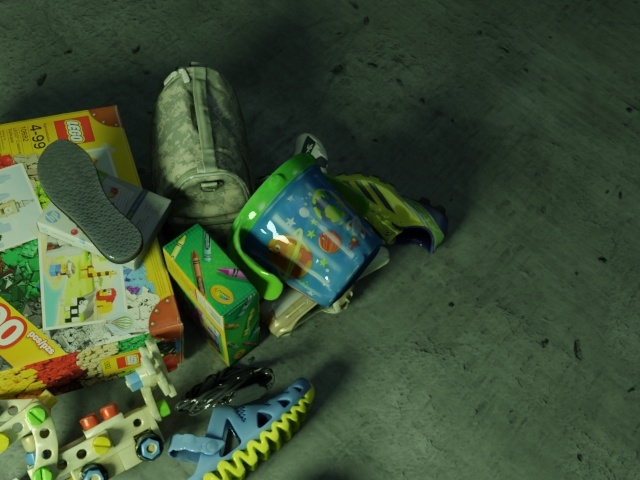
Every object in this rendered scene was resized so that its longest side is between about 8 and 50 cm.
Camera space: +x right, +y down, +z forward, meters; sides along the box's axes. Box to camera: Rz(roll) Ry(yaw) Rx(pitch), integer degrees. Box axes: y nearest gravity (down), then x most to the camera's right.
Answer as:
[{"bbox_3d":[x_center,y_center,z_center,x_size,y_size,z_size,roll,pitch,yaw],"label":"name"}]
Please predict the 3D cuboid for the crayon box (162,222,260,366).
[{"bbox_3d":[-0.191,0.107,1.349,0.081,0.278,0.165,-37,72,-20],"label":"crayon box"}]

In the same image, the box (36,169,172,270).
[{"bbox_3d":[-0.379,-0.044,1.320,0.186,0.038,0.145,22,57,4],"label":"box"}]

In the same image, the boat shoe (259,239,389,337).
[{"bbox_3d":[0.017,0.099,1.503,0.302,0.113,0.103,-25,69,-13],"label":"boat shoe"}]

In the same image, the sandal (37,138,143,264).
[{"bbox_3d":[-0.401,-0.061,1.280,0.097,0.054,0.255,-32,79,-18],"label":"sandal"}]

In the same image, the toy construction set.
[{"bbox_3d":[-0.379,0.300,1.251,0.327,0.151,0.215,-24,93,-8],"label":"toy construction set"}]

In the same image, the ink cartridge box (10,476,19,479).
[{"bbox_3d":[-0.498,0.500,1.207,0.145,0.045,0.179,-39,91,-29],"label":"ink cartridge box"}]

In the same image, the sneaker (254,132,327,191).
[{"bbox_3d":[-0.071,-0.147,1.616,0.153,0.094,0.235,15,64,-32],"label":"sneaker"}]

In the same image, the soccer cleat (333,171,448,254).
[{"bbox_3d":[0.137,-0.059,1.627,0.289,0.093,0.121,21,64,3],"label":"soccer cleat"}]

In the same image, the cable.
[{"bbox_3d":[-0.178,0.264,1.346,0.184,0.150,0.047,-18,101,-18],"label":"cable"}]

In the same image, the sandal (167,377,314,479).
[{"bbox_3d":[-0.143,0.337,1.318,0.317,0.126,0.138,-34,67,-28],"label":"sandal"}]

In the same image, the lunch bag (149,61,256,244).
[{"bbox_3d":[-0.241,-0.175,1.526,0.212,0.256,0.305,-4,59,-13],"label":"lunch bag"}]

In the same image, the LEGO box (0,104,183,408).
[{"bbox_3d":[-0.500,0.024,1.393,0.372,0.193,0.500,-14,63,-18],"label":"LEGO box"}]

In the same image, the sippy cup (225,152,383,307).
[{"bbox_3d":[-0.017,-0.005,1.380,0.224,0.240,0.305,40,77,7],"label":"sippy cup"}]
